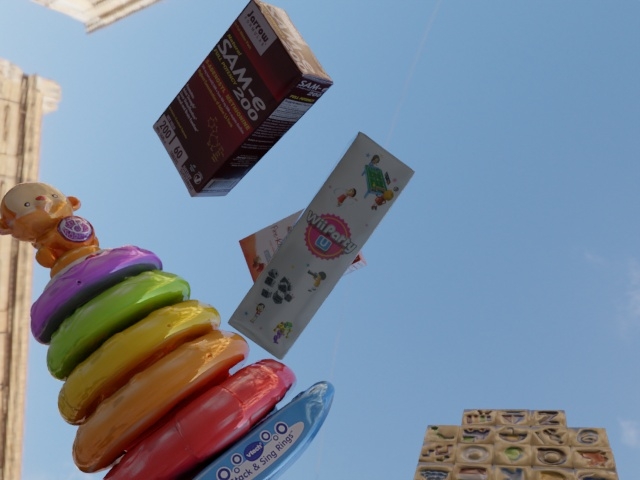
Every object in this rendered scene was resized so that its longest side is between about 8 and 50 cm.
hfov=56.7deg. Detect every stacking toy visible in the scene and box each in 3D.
[{"bbox_3d":[-0.147,0.068,0.445,0.302,0.175,0.166,52,-40,11],"label":"stacking toy"}]

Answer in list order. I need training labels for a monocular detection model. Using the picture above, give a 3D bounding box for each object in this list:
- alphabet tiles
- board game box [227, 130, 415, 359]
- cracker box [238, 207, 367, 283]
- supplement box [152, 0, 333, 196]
[{"bbox_3d":[0.286,0.340,0.883,0.284,0.342,0.011,-5,-78,19],"label":"alphabet tiles"},{"bbox_3d":[0.000,0.000,0.866,0.097,0.224,0.303,35,-86,-4],"label":"board game box"},{"bbox_3d":[-0.039,0.025,1.248,0.232,0.067,0.156,-26,-108,9],"label":"cracker box"},{"bbox_3d":[-0.110,-0.178,0.785,0.239,0.073,0.130,-41,-108,30],"label":"supplement box"}]
